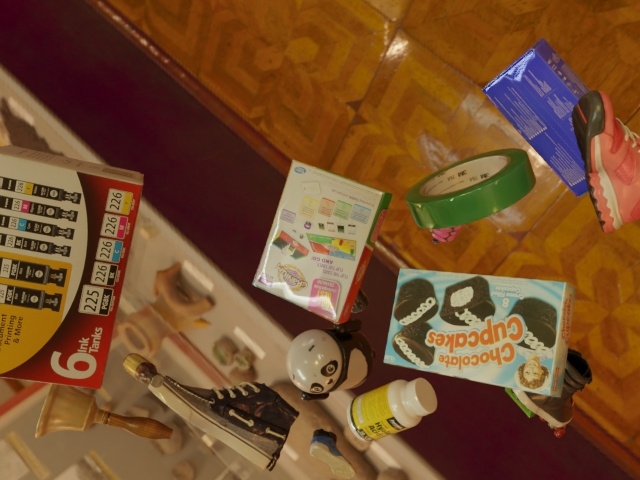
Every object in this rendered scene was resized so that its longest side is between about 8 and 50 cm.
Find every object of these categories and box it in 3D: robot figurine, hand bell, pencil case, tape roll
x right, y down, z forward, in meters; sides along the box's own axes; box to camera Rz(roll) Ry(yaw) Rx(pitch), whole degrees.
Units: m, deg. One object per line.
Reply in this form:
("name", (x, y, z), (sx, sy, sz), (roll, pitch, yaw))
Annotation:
("robot figurine", (0.034, 0.321, 1.751), (0.174, 0.278, 0.209), (-14, 77, 35))
("hand bell", (-0.406, 0.344, 1.259), (0.242, 0.126, 0.126), (17, 137, -12))
("pencil case", (0.369, -0.062, 1.888), (0.098, 0.095, 0.209), (25, 163, 8))
("tape roll", (0.379, -0.135, 1.661), (0.321, 0.321, 0.077), (-10, 112, 45))

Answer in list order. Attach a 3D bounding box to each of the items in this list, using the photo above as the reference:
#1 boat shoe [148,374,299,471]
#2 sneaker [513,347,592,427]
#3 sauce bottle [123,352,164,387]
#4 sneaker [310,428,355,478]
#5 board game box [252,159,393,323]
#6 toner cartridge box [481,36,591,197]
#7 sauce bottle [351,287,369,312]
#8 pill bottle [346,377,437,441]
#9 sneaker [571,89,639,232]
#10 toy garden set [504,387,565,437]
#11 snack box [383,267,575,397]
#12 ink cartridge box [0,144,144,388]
("boat shoe", (-0.208, 0.365, 1.472), (0.341, 0.158, 0.127), (38, 165, -15))
("sneaker", (0.533, 0.318, 1.412), (0.147, 0.296, 0.104), (-37, 49, 20))
("sauce bottle", (-0.338, 0.251, 1.250), (0.128, 0.042, 0.042), (15, 127, 50))
("sneaker", (0.036, 0.546, 1.687), (0.152, 0.084, 0.058), (39, 118, -17))
("board game box", (0.000, 0.000, 1.506), (0.242, 0.064, 0.316), (23, 100, 22))
("toner cartridge box", (0.552, -0.277, 1.497), (0.348, 0.075, 0.165), (47, 141, -4))
("sauce bottle", (0.044, 0.070, 1.985), (0.111, 0.111, 0.344), (-10, 118, 45))
("pill bottle", (0.097, 0.227, 0.882), (0.116, 0.065, 0.065), (-33, 93, 34))
("sneaker", (0.531, -0.150, 1.141), (0.136, 0.115, 0.314), (-17, 134, 19))
("toy garden set", (0.569, 0.352, 1.647), (0.204, 0.049, 0.244), (-128, 34, -50))
("snack box", (0.274, 0.155, 1.161), (0.322, 0.060, 0.187), (3, 77, 40))
("ink cartridge box", (-0.418, 0.031, 0.930), (0.130, 0.272, 0.309), (-140, 62, -71))
